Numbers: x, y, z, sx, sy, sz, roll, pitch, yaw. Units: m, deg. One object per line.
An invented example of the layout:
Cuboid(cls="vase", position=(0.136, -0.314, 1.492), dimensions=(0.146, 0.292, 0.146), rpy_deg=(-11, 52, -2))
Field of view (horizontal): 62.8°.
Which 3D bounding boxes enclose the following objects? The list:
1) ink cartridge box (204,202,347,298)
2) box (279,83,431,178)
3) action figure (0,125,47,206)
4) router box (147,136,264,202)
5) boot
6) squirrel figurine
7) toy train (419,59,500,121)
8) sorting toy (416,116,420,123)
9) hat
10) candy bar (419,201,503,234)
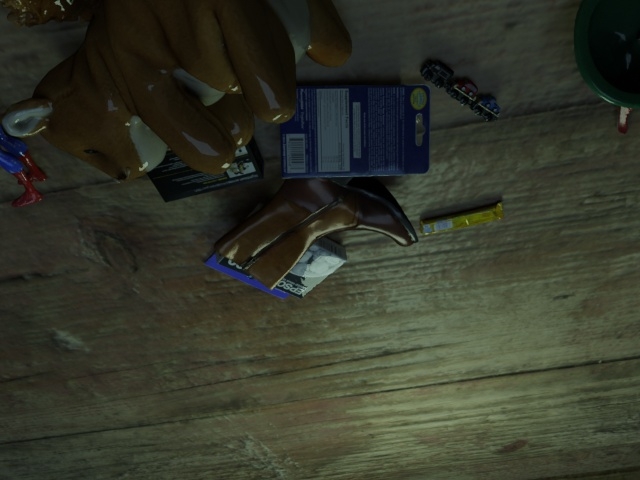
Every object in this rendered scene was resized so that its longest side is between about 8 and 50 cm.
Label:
Cuboid(cls="ink cartridge box", position=(-0.092, 0.043, 1.035), dimensions=(0.206, 0.045, 0.208), rpy_deg=(27, 129, -29))
Cuboid(cls="box", position=(0.051, -0.164, 0.791), dimensions=(0.225, 0.036, 0.137), rpy_deg=(-1, 98, -2))
Cuboid(cls="action figure", position=(-0.525, -0.165, 0.746), dimensions=(0.139, 0.091, 0.280), rpy_deg=(-15, 136, -7))
Cuboid(cls="router box", position=(-0.195, -0.139, 0.838), dimensions=(0.178, 0.046, 0.133), rpy_deg=(-12, 136, 8))
Cuboid(cls="boot", position=(0.000, 0.000, 0.917), dimensions=(0.264, 0.096, 0.280), rpy_deg=(35, 110, -32))
Cuboid(cls="squirrel figurine", position=(-0.222, -0.255, 0.612), dimensions=(0.370, 0.281, 0.397), rpy_deg=(-19, 121, 28))
Cuboid(cls="toy train", position=(0.218, -0.228, 0.798), dimensions=(0.158, 0.027, 0.036), rpy_deg=(24, 118, -26))
Cuboid(cls="sorting toy", position=(0.111, -0.198, 0.828), dimensions=(0.062, 0.012, 0.083), rpy_deg=(-34, 129, 24))
Cuboid(cls="hat", position=(0.418, -0.260, 0.784), dimensions=(0.172, 0.183, 0.209), rpy_deg=(-12, 94, -2))
Cuboid(cls="candy bar", position=(0.267, -0.040, 0.998), dimensions=(0.161, 0.018, 0.040), rpy_deg=(-12, 132, 8))
